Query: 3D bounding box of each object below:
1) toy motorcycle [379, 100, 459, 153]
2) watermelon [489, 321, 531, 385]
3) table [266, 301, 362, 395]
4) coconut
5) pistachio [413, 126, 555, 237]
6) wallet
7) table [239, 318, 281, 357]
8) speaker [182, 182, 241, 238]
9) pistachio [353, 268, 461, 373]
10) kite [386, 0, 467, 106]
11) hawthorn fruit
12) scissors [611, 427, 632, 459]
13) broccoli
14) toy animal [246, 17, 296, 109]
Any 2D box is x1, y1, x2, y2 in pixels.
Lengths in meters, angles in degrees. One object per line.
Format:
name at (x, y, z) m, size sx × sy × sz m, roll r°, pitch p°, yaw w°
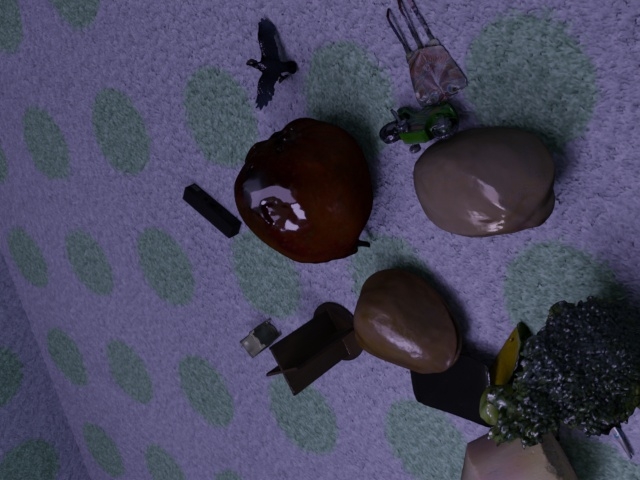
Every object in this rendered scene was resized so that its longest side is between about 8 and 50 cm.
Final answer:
toy motorcycle at (0.205, -0.235, 1.587) m, size 0.190 × 0.106 × 0.074 m, roll 5°, pitch 139°, yaw 46°
watermelon at (0.406, 0.273, 1.703) m, size 0.092 × 0.075 × 0.181 m, roll 43°, pitch 137°, yaw 22°
table at (-0.023, 0.277, 1.998) m, size 0.167 × 0.227 × 0.167 m, roll 21°, pitch 125°, yaw 34°
coconut at (0.412, 0.515, 1.703) m, size 0.244 × 0.239 × 0.239 m, roll -31°, pitch 90°, yaw 14°
pistachio at (0.297, -0.112, 1.506) m, size 0.332 × 0.208 × 0.226 m, roll 11°, pitch 77°, yaw 55°
wallet at (0.304, 0.324, 1.826) m, size 0.245 × 0.052 × 0.168 m, roll 12°, pitch 116°, yaw 51°
table at (-0.168, 0.274, 2.243) m, size 0.062 × 0.079 × 0.083 m, roll 51°, pitch 135°, yaw 6°
speaker at (-0.299, -0.083, 2.194) m, size 0.191 × 0.040 × 0.046 m, roll 39°, pitch 132°, yaw 21°
pistachio at (0.199, 0.182, 1.789) m, size 0.261 × 0.163 × 0.212 m, roll 20°, pitch 111°, yaw 23°
kite at (0.196, -0.374, 1.580) m, size 0.127 × 0.016 × 0.229 m, roll -27°, pitch 94°, yaw 44°
hawthorn fruit at (-0.033, -0.100, 1.755) m, size 0.308 × 0.308 × 0.324 m, roll 24°, pitch 135°, yaw 32°
scissors at (0.605, 0.393, 1.627) m, size 0.058 × 0.014 × 0.119 m, roll -30°, pitch 88°, yaw 52°
broccoli at (0.470, 0.254, 1.494) m, size 0.353 × 0.397 × 0.274 m, roll -9°, pitch 68°, yaw 7°
toy animal at (-0.113, -0.394, 1.798) m, size 0.062 × 0.108 × 0.220 m, roll -14°, pitch 68°, yaw 50°
